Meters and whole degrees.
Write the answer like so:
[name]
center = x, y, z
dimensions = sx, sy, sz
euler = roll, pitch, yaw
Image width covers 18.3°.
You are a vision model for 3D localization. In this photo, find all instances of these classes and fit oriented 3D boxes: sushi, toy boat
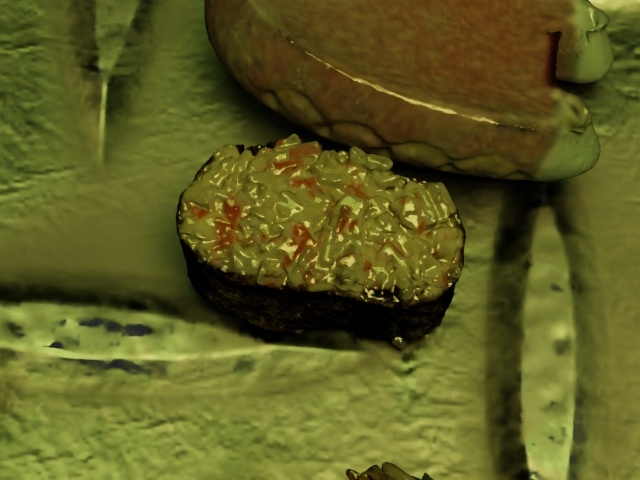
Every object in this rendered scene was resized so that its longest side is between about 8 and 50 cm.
[sushi]
center = 0.000, 0.000, 1.041
dimensions = 0.150, 0.078, 0.091
euler = 11, 68, 1
[toy boat]
center = 0.045, -0.098, 1.084
dimensions = 0.227, 0.085, 0.155
euler = 17, 48, -2

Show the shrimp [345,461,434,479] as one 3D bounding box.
[shrimp]
center = 0.136, 0.195, 0.989
dimensions = 0.294, 0.062, 0.154
euler = 35, 58, 7
